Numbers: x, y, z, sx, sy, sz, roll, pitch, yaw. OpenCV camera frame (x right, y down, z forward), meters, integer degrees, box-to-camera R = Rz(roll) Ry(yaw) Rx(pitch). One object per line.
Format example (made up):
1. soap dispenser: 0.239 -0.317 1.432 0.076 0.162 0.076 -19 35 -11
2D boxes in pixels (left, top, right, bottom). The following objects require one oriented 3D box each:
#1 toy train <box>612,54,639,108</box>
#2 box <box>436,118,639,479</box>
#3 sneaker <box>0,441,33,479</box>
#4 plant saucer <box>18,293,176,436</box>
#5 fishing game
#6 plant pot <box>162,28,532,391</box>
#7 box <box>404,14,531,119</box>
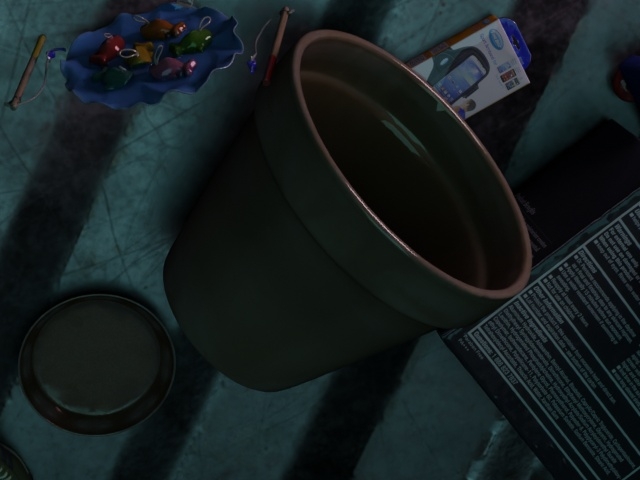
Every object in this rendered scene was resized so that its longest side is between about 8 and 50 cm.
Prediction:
1. toy train: 0.435 -0.121 1.731 0.143 0.105 0.248 -37 113 -10
2. box: 0.304 0.083 1.728 0.294 0.183 0.296 -37 113 4
3. sneaker: -0.371 0.236 1.710 0.064 0.086 0.192 -30 112 1
4. plant saucer: -0.242 0.131 1.728 0.168 0.029 0.168 -3 110 -10
5. fishing game: -0.163 -0.189 1.541 0.264 0.189 0.041 -3 127 13
6. plant pot: 0.000 0.000 1.591 0.323 0.323 0.280 39 119 -21
7. box: 0.157 -0.178 1.689 0.136 0.028 0.081 -29 112 3
